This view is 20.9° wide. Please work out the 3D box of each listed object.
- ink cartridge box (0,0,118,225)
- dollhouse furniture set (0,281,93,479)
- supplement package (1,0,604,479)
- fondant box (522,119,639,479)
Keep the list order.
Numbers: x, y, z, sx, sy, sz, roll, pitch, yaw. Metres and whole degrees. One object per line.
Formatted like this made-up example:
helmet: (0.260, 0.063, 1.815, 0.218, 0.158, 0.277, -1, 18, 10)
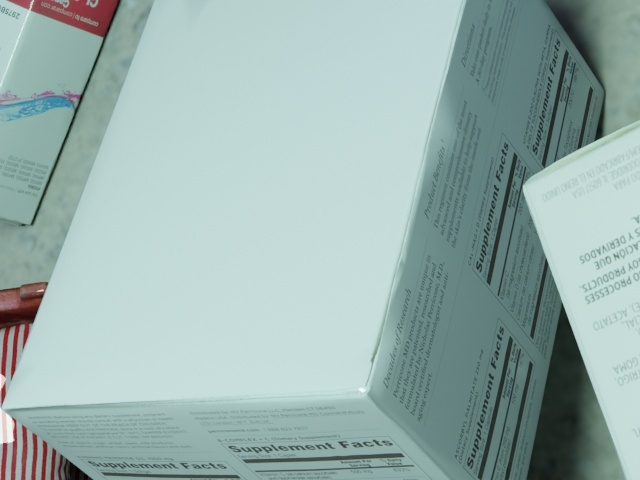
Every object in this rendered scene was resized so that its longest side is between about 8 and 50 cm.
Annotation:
ink cartridge box: (-0.220, -0.113, 1.123, 0.127, 0.072, 0.175, 25, 96, 34)
dollhouse furniture set: (-0.300, 0.161, 1.007, 0.374, 0.152, 0.201, -10, 76, 10)
supplement package: (0.000, 0.000, 0.852, 0.204, 0.145, 0.261, -6, 53, 33)
fondant box: (0.218, 0.124, 0.679, 0.096, 0.238, 0.330, -27, 68, 27)
